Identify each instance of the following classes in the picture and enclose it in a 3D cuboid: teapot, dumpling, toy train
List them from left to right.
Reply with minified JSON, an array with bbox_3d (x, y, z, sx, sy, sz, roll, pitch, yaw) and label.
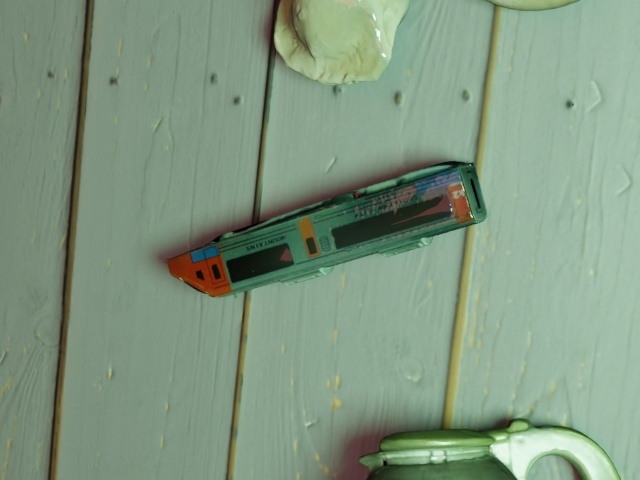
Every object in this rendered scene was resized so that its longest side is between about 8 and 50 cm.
[{"bbox_3d":[0.000,0.000,1.181,0.409,0.086,0.089,-18,89,22],"label":"toy train"},{"bbox_3d":[0.016,-0.300,1.141,0.179,0.131,0.252,-12,77,44],"label":"dumpling"},{"bbox_3d":[0.174,0.322,1.060,0.321,0.239,0.240,-9,77,27],"label":"teapot"}]

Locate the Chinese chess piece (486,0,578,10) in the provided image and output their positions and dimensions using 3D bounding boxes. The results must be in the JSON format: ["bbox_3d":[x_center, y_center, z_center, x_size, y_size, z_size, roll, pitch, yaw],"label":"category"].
[{"bbox_3d":[0.240,-0.380,1.052,0.249,0.103,0.250,2,96,20],"label":"Chinese chess piece"}]
